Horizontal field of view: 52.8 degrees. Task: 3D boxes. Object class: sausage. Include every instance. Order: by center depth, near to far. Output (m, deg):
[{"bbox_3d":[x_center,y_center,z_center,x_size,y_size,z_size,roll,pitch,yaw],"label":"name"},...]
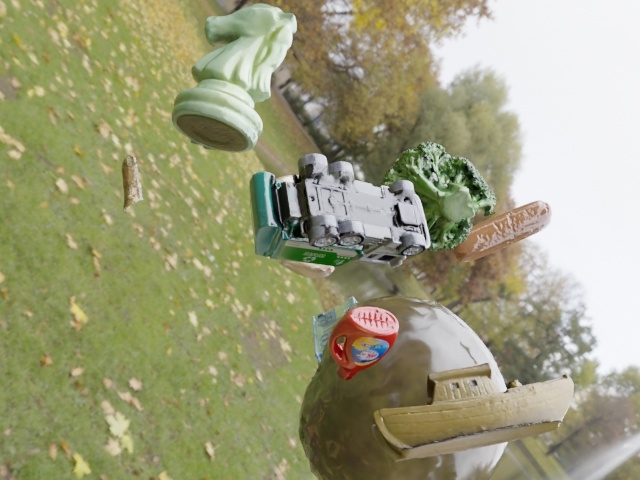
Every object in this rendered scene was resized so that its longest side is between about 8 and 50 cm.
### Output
[{"bbox_3d":[0.473,-0.024,1.680,0.086,0.289,0.086,157,-90,-81],"label":"sausage"}]

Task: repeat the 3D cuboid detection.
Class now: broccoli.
[{"bbox_3d":[0.278,-0.104,1.552,0.269,0.261,0.241,63,-2,-22],"label":"broccoli"}]

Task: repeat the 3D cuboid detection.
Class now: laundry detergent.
[{"bbox_3d":[0.055,0.168,1.009,0.097,0.165,0.049,12,46,-11],"label":"laundry detergent"}]

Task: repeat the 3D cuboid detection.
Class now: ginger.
[{"bbox_3d":[-0.409,-0.122,1.399,0.057,0.044,0.137,-51,147,-63],"label":"ginger"}]

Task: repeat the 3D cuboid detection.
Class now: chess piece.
[{"bbox_3d":[-0.163,-0.331,1.242,0.176,0.298,0.176,16,-16,5],"label":"chess piece"}]

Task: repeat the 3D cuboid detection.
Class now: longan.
[{"bbox_3d":[0.171,0.332,1.270,0.404,0.436,0.404,24,-22,10],"label":"longan"}]

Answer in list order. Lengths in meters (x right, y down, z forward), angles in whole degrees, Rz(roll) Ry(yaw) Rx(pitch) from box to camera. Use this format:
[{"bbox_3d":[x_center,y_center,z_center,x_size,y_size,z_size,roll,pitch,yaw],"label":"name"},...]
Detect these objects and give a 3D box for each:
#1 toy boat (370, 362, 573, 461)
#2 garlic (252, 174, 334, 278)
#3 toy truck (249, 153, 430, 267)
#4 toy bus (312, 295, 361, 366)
[{"bbox_3d":[0.236,0.258,1.005,0.089,0.321,0.121,83,-5,-49],"label":"toy boat"},{"bbox_3d":[-0.062,-0.041,1.439,0.228,0.217,0.110,26,-24,-27],"label":"garlic"},{"bbox_3d":[0.020,-0.027,0.843,0.253,0.124,0.114,10,61,-36],"label":"toy truck"},{"bbox_3d":[0.081,0.316,2.034,0.152,0.190,0.312,60,6,-15],"label":"toy bus"}]
